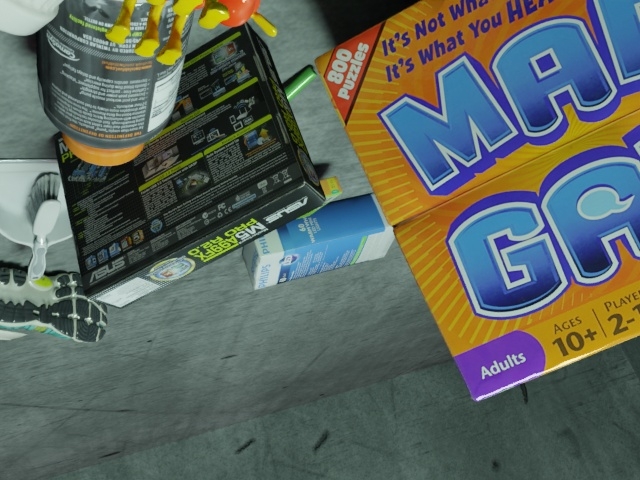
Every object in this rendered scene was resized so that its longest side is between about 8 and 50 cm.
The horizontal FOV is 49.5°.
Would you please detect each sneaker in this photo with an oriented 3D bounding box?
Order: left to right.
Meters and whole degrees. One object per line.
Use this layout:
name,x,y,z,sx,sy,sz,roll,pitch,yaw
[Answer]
sneaker,-0.447,0.099,1.086,0.109,0.107,0.275,-10,158,28

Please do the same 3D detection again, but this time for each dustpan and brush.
dustpan and brush,-0.362,-0.019,0.905,0.147,0.060,0.211,-4,152,-33

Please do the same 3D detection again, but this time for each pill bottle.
pill bottle,-0.189,-0.171,0.630,0.130,0.131,0.246,-9,154,-25

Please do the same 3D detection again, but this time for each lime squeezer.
lime squeezer,-0.101,-0.109,0.934,0.109,0.059,0.310,-7,152,-29

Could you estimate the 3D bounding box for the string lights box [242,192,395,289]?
string lights box,0.000,0.000,1.227,0.259,0.077,0.133,-13,155,-18

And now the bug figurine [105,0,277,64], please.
bug figurine,-0.060,-0.166,0.285,0.216,0.072,0.279,17,167,-33

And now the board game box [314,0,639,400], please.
board game box,0.257,-0.089,0.775,0.356,0.357,0.356,-25,175,11

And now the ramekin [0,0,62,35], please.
ramekin,-0.202,-0.237,0.398,0.109,0.207,0.207,-35,155,8

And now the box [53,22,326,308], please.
box,-0.151,-0.079,0.755,0.270,0.216,0.060,-27,155,13

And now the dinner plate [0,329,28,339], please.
dinner plate,-0.535,0.143,1.091,0.141,0.017,0.141,7,171,1

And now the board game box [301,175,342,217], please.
board game box,-0.104,-0.038,1.039,0.259,0.039,0.124,-19,174,-30
